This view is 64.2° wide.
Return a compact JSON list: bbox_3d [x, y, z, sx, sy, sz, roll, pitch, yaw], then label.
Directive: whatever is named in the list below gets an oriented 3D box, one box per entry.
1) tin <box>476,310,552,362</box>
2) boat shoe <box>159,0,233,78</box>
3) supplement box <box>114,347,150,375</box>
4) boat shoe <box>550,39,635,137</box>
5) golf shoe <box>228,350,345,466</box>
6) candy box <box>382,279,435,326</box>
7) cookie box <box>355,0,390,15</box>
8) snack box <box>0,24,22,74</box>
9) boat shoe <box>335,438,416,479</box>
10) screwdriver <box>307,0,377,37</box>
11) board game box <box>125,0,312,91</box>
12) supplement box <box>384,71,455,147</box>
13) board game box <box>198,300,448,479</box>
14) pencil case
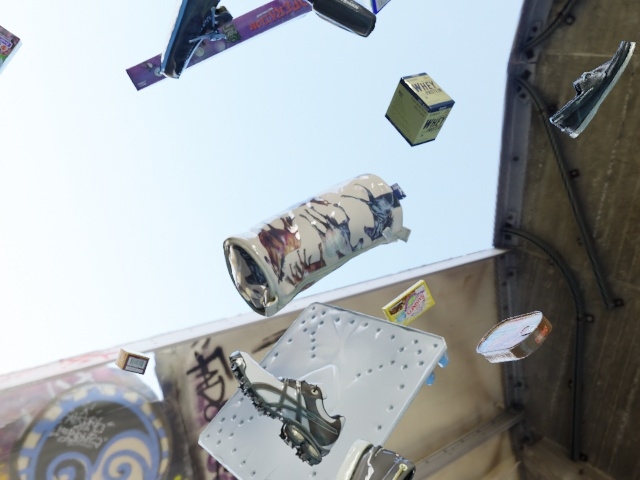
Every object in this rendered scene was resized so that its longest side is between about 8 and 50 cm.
[{"bbox_3d":[0.388,0.196,1.028,0.040,0.106,0.190,43,-21,2],"label":"tin"},{"bbox_3d":[-0.171,-0.359,0.786,0.258,0.089,0.109,-55,-146,27],"label":"boat shoe"},{"bbox_3d":[-0.435,0.279,1.179,0.083,0.055,0.043,-6,-116,58],"label":"supplement box"},{"bbox_3d":[0.619,-0.352,1.156,0.079,0.084,0.233,36,-76,13],"label":"boat shoe"},{"bbox_3d":[-0.047,0.221,0.730,0.198,0.094,0.077,50,-19,-6],"label":"golf shoe"},{"bbox_3d":[0.328,0.243,1.888,0.027,0.206,0.105,-2,-63,62],"label":"candy box"},{"bbox_3d":[0.029,-0.309,0.546,0.107,0.040,0.092,47,-2,21],"label":"cookie box"},{"bbox_3d":[-0.493,-0.272,0.676,0.100,0.141,0.037,-59,-155,-6],"label":"snack box"},{"bbox_3d":[0.027,0.304,0.493,0.068,0.228,0.081,9,-45,26],"label":"boat shoe"},{"bbox_3d":[-0.032,-0.207,0.397,0.025,0.170,0.024,-59,-177,3],"label":"screwdriver"},{"bbox_3d":[-0.181,-0.378,0.961,0.208,0.347,0.056,-109,174,-73],"label":"board game box"},{"bbox_3d":[0.162,-0.217,0.845,0.083,0.056,0.083,55,-32,25],"label":"supplement box"},{"bbox_3d":[-0.003,0.304,0.971,0.390,0.390,0.050,8,-40,51],"label":"board game box"},{"bbox_3d":[0.000,0.000,1.009,0.183,0.410,0.160,34,-45,30],"label":"pencil case"}]
